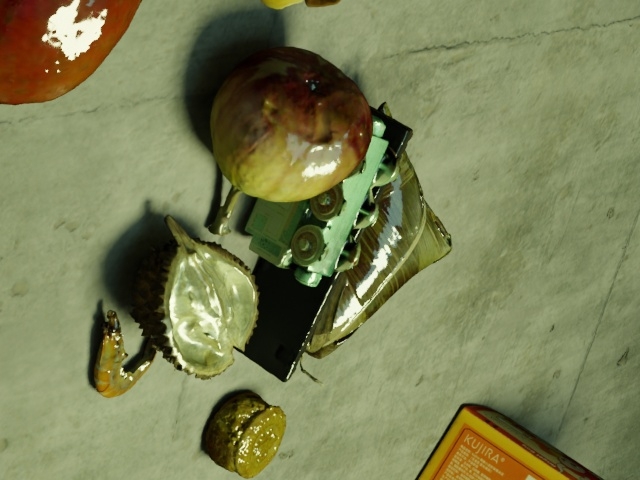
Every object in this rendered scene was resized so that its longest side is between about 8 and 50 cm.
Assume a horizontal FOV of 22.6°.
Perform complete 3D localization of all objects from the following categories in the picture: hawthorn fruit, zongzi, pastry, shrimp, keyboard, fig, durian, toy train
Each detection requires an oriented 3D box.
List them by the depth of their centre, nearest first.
[{"bbox_3d":[-0.233,-0.195,1.186,0.215,0.215,0.249,-6,120,-52],"label":"hawthorn fruit"},{"bbox_3d":[-0.053,-0.080,1.597,0.160,0.143,0.230,22,108,-27],"label":"fig"},{"bbox_3d":[-0.142,0.054,1.637,0.148,0.091,0.188,-42,131,-39],"label":"durian"},{"bbox_3d":[-0.201,0.109,1.658,0.091,0.025,0.127,-37,147,-31],"label":"shrimp"},{"bbox_3d":[0.000,-0.053,1.704,0.081,0.125,0.194,11,104,-55],"label":"toy train"},{"bbox_3d":[0.000,0.000,1.763,0.027,0.106,0.317,0,120,-63],"label":"keyboard"},{"bbox_3d":[0.019,-0.002,1.801,0.248,0.111,0.241,-43,137,-18],"label":"zongzi"},{"bbox_3d":[-0.088,0.230,1.894,0.097,0.057,0.109,-55,151,-15],"label":"pastry"}]

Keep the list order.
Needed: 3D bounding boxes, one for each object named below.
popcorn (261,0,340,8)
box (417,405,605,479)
[{"bbox_3d":[-0.014,-0.320,1.406,0.253,0.191,0.190,79,19,-51],"label":"popcorn"},{"bbox_3d":[0.318,0.414,2.395,0.214,0.283,0.259,-59,149,4],"label":"box"}]
